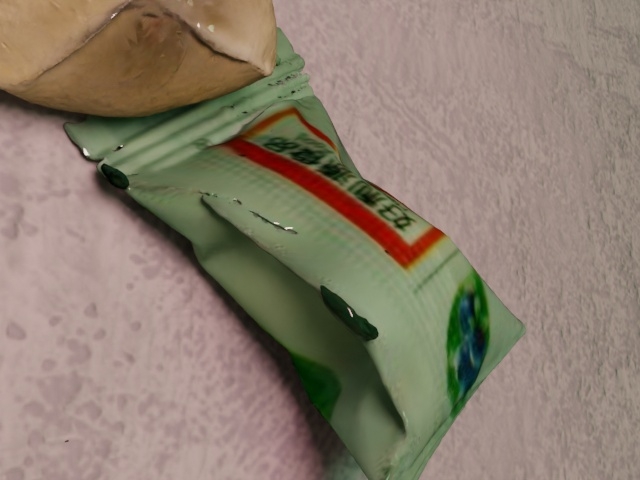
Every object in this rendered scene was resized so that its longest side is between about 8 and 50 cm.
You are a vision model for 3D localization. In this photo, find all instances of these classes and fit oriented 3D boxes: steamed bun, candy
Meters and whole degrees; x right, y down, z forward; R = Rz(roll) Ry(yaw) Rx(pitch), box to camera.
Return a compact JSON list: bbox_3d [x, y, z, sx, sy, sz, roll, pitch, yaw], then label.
[{"bbox_3d":[-0.137,-0.161,0.542,0.212,0.110,0.231,-38,127,-4],"label":"steamed bun"},{"bbox_3d":[-0.004,0.003,0.649,0.398,0.172,0.263,49,40,7],"label":"candy"}]
